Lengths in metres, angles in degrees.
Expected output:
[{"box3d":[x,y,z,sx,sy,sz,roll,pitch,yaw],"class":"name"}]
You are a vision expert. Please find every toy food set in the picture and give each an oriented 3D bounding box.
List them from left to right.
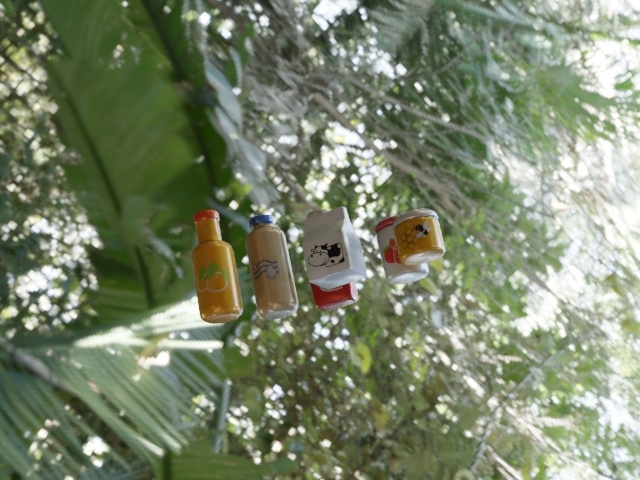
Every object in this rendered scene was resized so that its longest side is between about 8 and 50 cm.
[{"box3d":[0.000,0.000,0.828,0.232,0.111,0.104,-20,-110,21],"class":"toy food set"}]
